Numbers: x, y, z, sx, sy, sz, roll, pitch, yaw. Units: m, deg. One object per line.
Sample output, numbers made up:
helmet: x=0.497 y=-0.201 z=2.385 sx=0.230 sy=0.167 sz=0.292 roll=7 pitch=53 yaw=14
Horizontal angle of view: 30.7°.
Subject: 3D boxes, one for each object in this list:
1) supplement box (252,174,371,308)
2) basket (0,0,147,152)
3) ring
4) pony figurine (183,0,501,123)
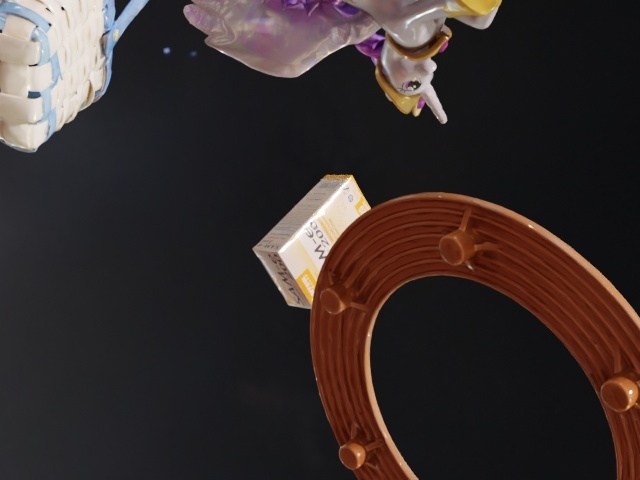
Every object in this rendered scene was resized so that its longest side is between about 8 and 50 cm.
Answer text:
supplement box: x=0.000 y=0.000 z=0.947 sx=0.036 sy=0.098 sz=0.062 roll=5 pitch=-46 yaw=51
basket: x=-0.312 y=-0.228 z=1.116 sx=0.254 sy=0.289 sz=0.201 roll=14 pitch=-45 yaw=2
ring: x=0.108 y=0.129 z=0.821 sx=0.336 sy=0.032 sz=0.337 roll=24 pitch=-53 yaw=37
pony figurine: x=0.052 y=-0.308 z=1.409 sx=0.351 sy=0.303 sz=0.363 roll=38 pitch=-19 yaw=3
